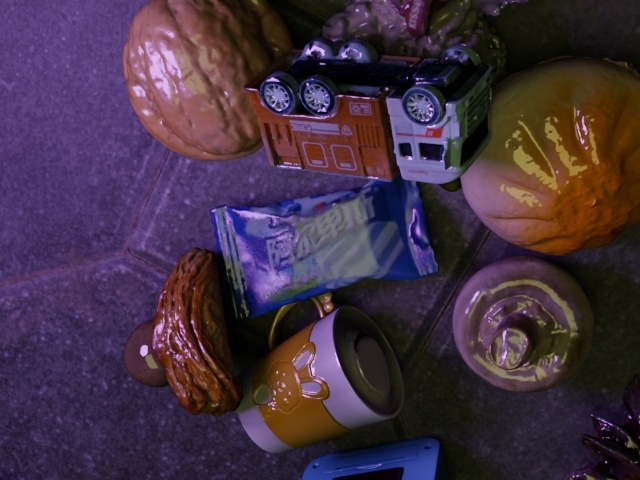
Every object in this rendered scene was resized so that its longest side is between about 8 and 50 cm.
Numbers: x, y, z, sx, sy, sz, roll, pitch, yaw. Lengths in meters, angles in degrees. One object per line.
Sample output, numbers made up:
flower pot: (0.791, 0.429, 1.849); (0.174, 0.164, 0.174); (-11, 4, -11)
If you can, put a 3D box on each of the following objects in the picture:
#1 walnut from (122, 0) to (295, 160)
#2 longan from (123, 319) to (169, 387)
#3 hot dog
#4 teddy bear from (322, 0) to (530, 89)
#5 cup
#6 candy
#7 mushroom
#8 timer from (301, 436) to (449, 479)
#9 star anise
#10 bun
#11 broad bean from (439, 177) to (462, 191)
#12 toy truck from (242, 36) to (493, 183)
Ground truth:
walnut: (-0.150, -0.235, 1.617); (0.257, 0.224, 0.257); (-1, 107, -3)
longan: (-0.263, 0.181, 1.865); (0.113, 0.092, 0.113); (0, 91, 23)
hot dog: (-0.196, 0.138, 1.757); (0.114, 0.175, 0.259); (-9, 70, -15)
teddy bear: (0.142, -0.303, 1.541); (0.357, 0.224, 0.367); (-9, 111, 37)
cup: (-0.012, 0.197, 1.791); (0.226, 0.185, 0.241); (-29, 67, 26)
candy: (0.000, 0.000, 1.741); (0.331, 0.077, 0.187); (-12, 92, 14)
mushroom: (0.287, 0.130, 1.664); (0.207, 0.215, 0.207); (3, 103, 15)
timer: (0.077, 0.414, 1.794); (0.232, 0.250, 0.091); (-12, 106, 16)
star anise: (0.496, 0.325, 1.746); (0.283, 0.129, 0.212); (-14, 113, 8)
bun: (0.339, -0.095, 1.544); (0.299, 0.164, 0.298); (-6, 131, -6)
broad bean: (0.094, -0.164, 1.639); (0.292, 0.144, 0.049); (34, 85, -2)
toy truck: (0.068, -0.158, 1.495); (0.305, 0.136, 0.162); (9, 127, 29)
